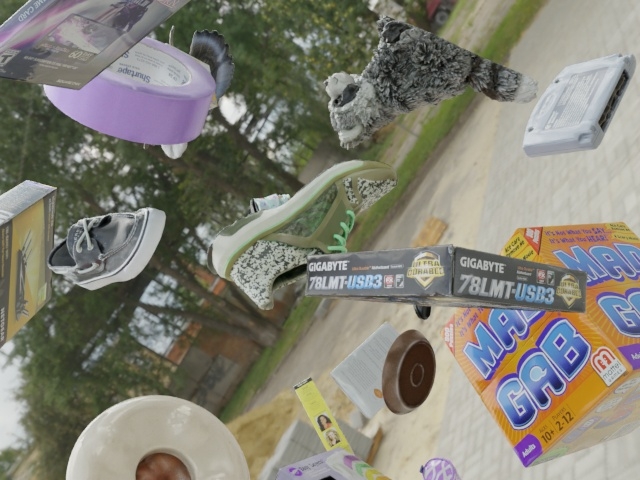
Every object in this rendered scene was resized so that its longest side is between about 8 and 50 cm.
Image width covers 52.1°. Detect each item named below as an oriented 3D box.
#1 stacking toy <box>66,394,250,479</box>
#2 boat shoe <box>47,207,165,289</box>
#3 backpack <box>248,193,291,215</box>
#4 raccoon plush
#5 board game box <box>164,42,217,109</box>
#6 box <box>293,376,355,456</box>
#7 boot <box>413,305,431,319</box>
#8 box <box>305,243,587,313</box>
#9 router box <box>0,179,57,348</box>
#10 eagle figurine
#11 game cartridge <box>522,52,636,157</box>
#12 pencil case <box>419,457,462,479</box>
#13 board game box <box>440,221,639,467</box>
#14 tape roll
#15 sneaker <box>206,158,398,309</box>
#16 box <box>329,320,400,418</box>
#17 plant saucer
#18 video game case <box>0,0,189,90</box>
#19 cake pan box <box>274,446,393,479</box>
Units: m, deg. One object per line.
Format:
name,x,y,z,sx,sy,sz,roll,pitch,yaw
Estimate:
stacking toy,-0.385,0.574,1.344,0.480,0.350,0.350,-54,5,37
boat shoe,-0.362,0.006,1.077,0.301,0.102,0.108,-18,55,47
backpack,-0.097,-0.018,1.479,0.152,0.115,0.182,106,147,-51
raccoon plush,0.229,-0.304,1.482,0.299,0.446,0.216,-68,-10,16
board game box,-0.289,-0.356,1.434,0.026,0.103,0.154,-18,-11,24
box,0.009,0.467,1.686,0.058,0.232,0.087,-29,-44,-8
boot,0.247,0.107,1.409,0.099,0.045,0.121,-14,76,47
box,0.179,0.062,0.962,0.293,0.295,0.073,-7,78,53
router box,-0.687,0.052,1.457,0.243,0.081,0.309,-73,-2,-64
eagle figurine,-0.364,-0.379,1.627,0.298,0.226,0.225,-55,5,-24
game cartridge,0.602,-0.316,1.547,0.198,0.062,0.297,-5,46,56
pencil case,0.318,0.626,1.646,0.086,0.206,0.088,-7,45,26
board game box,0.558,0.211,1.424,0.356,0.356,0.356,61,140,36
tape roll,-0.326,-0.273,1.134,0.275,0.274,0.090,-64,-1,-62
sneaker,0.000,0.000,1.247,0.410,0.182,0.158,-32,-24,-15
box,0.123,0.284,1.437,0.170,0.130,0.091,-40,-10,-10
plant saucer,0.179,0.259,1.275,0.029,0.168,0.168,5,55,41
video game case,-0.257,-0.275,0.784,0.274,0.026,0.196,-31,-2,17
cake pan box,0.061,0.535,1.355,0.267,0.245,0.070,10,-81,-57
